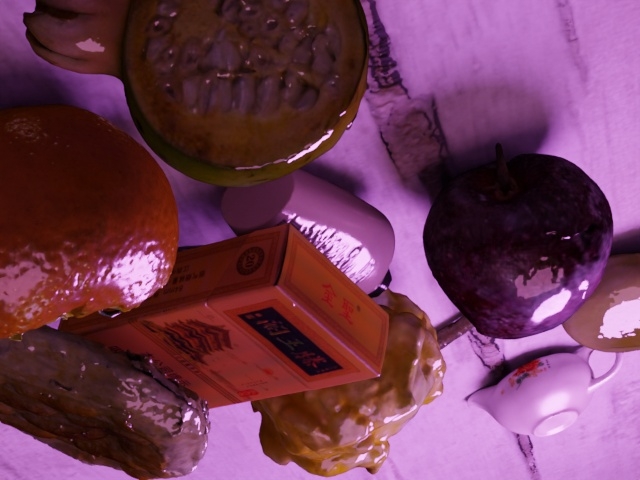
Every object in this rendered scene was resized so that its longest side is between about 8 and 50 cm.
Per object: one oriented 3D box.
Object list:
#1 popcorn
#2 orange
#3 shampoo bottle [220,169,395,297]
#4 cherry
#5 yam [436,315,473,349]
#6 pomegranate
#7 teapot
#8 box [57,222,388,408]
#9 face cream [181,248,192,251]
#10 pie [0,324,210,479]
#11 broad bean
[{"bbox_3d":[0.032,0.149,1.763,0.255,0.195,0.256,-48,171,32],"label":"popcorn"},{"bbox_3d":[-0.219,-0.026,1.285,0.237,0.179,0.158,-8,138,-42],"label":"orange"},{"bbox_3d":[0.000,0.000,1.582,0.127,0.078,0.257,-33,146,13],"label":"shampoo bottle"},{"bbox_3d":[0.203,0.006,1.621,0.195,0.195,0.195,-15,153,-8],"label":"cherry"},{"bbox_3d":[0.126,0.135,1.977,0.234,0.029,0.027,-31,140,23],"label":"yam"},{"bbox_3d":[-0.084,-0.126,1.189,0.241,0.190,0.159,-17,178,-7],"label":"pomegranate"},{"bbox_3d":[0.311,0.205,2.168,0.226,0.092,0.145,-29,153,13],"label":"teapot"},{"bbox_3d":[-0.095,0.083,1.551,0.274,0.076,0.174,-14,141,33],"label":"box"},{"bbox_3d":[-0.137,0.121,1.742,0.137,0.084,0.341,5,138,-25],"label":"face cream"},{"bbox_3d":[-0.241,0.156,1.583,0.306,0.071,0.306,17,157,8],"label":"pie"},{"bbox_3d":[0.419,0.076,1.955,0.263,0.121,0.189,-5,147,-21],"label":"broad bean"}]
